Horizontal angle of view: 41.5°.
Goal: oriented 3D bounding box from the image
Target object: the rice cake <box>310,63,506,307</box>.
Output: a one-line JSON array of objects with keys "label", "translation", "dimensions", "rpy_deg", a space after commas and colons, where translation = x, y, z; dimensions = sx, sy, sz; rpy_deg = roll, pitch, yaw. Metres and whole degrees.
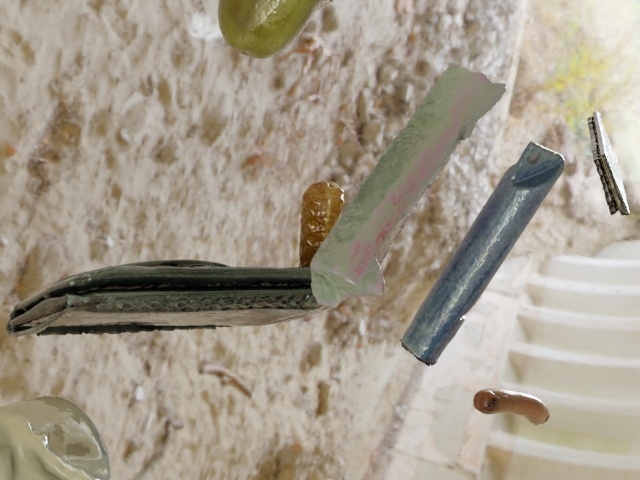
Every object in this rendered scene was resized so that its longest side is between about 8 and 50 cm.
[{"label": "rice cake", "translation": [0.087, -0.055, 0.773], "dimensions": [0.290, 0.081, 0.051], "rpy_deg": [-56, 141, -28]}]

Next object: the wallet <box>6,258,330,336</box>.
[{"label": "wallet", "translation": [-0.169, 0.068, 0.994], "dimensions": [0.342, 0.237, 0.075], "rpy_deg": [1, 75, -34]}]

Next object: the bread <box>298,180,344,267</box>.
[{"label": "bread", "translation": [0.000, 0.000, 1.050], "dimensions": [0.044, 0.052, 0.157], "rpy_deg": [-85, 179, -63]}]

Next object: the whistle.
[{"label": "whistle", "translation": [0.197, 0.018, 1.039], "dimensions": [0.304, 0.062, 0.062], "rpy_deg": [-60, 171, 18]}]

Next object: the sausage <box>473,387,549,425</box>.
[{"label": "sausage", "translation": [0.293, 0.252, 1.279], "dimensions": [0.177, 0.040, 0.047], "rpy_deg": [19, 84, -42]}]

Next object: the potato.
[{"label": "potato", "translation": [-0.054, -0.383, 1.253], "dimensions": [0.143, 0.169, 0.248], "rpy_deg": [34, 92, -34]}]

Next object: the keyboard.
[{"label": "keyboard", "translation": [0.436, -0.120, 1.289], "dimensions": [0.106, 0.027, 0.317], "rpy_deg": [65, 21, -11]}]

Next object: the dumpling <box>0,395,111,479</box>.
[{"label": "dumpling", "translation": [-0.265, 0.187, 0.731], "dimensions": [0.229, 0.151, 0.124], "rpy_deg": [-22, -138, 50]}]
